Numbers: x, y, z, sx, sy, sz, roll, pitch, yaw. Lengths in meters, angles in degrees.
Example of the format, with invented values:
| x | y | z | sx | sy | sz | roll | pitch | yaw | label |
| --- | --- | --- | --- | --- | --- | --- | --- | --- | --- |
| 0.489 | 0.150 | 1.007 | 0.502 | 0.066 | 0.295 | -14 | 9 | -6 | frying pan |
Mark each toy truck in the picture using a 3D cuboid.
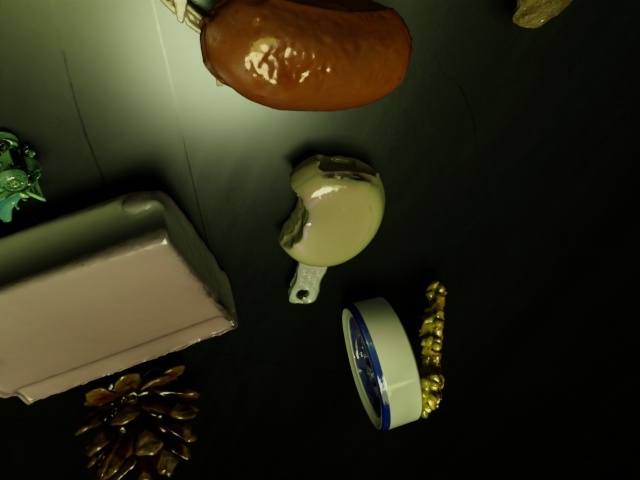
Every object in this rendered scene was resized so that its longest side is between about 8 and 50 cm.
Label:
| x | y | z | sx | sy | sz | roll | pitch | yaw | label |
| --- | --- | --- | --- | --- | --- | --- | --- | --- | --- |
| -0.410 | -0.057 | 0.589 | 0.154 | 0.080 | 0.078 | -38 | 155 | 14 | toy truck |

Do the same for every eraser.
| x | y | z | sx | sy | sz | roll | pitch | yaw | label |
| --- | --- | --- | --- | --- | --- | --- | --- | --- | --- |
| -0.333 | 0.091 | 0.669 | 0.359 | 0.122 | 0.272 | -21 | 141 | 0 | eraser |

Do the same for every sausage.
| x | y | z | sx | sy | sz | roll | pitch | yaw | label |
| --- | --- | --- | --- | --- | --- | --- | --- | --- | --- |
| -0.006 | -0.210 | 0.525 | 0.258 | 0.133 | 0.133 | -11 | 133 | -34 | sausage |

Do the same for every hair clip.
| x | y | z | sx | sy | sz | roll | pitch | yaw | label |
| --- | --- | --- | --- | --- | --- | --- | --- | --- | --- |
| -0.162 | -0.267 | 0.512 | 0.072 | 0.034 | 0.226 | -38 | 127 | 15 | hair clip |

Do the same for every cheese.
| x | y | z | sx | sy | sz | roll | pitch | yaw | label |
| --- | --- | --- | --- | --- | --- | --- | --- | --- | --- |
| 0.000 | 0.000 | 0.742 | 0.163 | 0.082 | 0.286 | 7 | 126 | -20 | cheese |

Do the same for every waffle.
| x | y | z | sx | sy | sz | roll | pitch | yaw | label |
| --- | --- | --- | --- | --- | --- | --- | --- | --- | --- |
| 0.209 | 0.199 | 0.875 | 0.051 | 0.232 | 0.229 | 3 | 138 | 15 | waffle |

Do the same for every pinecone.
| x | y | z | sx | sy | sz | roll | pitch | yaw | label |
| --- | --- | --- | --- | --- | --- | --- | --- | --- | --- |
| -0.321 | 0.337 | 0.845 | 0.202 | 0.201 | 0.229 | -6 | 155 | 6 | pinecone |

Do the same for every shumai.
| x | y | z | sx | sy | sz | roll | pitch | yaw | label |
| --- | --- | --- | --- | --- | --- | --- | --- | --- | --- |
| 0.298 | -0.339 | 0.569 | 0.139 | 0.105 | 0.123 | -11 | 174 | 4 | shumai |

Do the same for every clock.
| x | y | z | sx | sy | sz | roll | pitch | yaw | label |
| --- | --- | --- | --- | --- | --- | --- | --- | --- | --- |
| 0.108 | 0.222 | 0.851 | 0.083 | 0.230 | 0.230 | -11 | 130 | -9 | clock |
